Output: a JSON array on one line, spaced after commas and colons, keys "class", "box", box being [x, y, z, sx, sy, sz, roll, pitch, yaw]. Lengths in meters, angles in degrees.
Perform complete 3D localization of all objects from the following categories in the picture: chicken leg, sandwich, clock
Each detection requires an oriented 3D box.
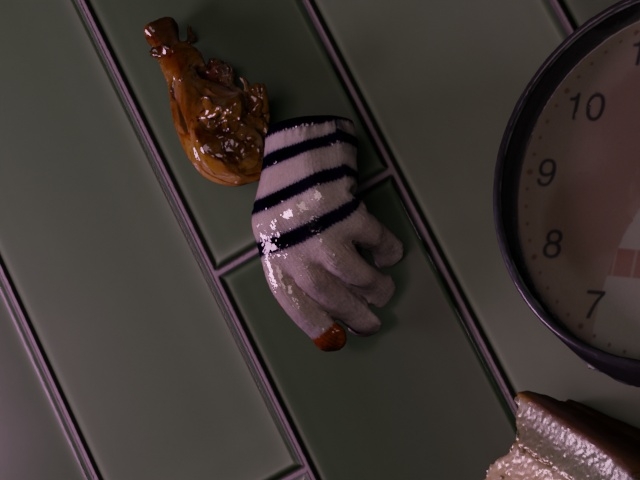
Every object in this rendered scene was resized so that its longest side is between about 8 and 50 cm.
[{"class": "chicken leg", "box": [-0.117, -0.150, 1.921, 0.207, 0.085, 0.101, 60, 150, 20]}, {"class": "sandwich", "box": [0.239, 0.218, 1.693, 0.186, 0.220, 0.108, 23, 97, 20]}, {"class": "clock", "box": [0.334, -0.052, 1.687, 0.386, 0.076, 0.386, -11, 69, 29]}]

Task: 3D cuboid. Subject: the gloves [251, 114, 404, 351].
[{"class": "gloves", "box": [-0.003, -0.003, 1.849, 0.140, 0.131, 0.218, -7, 76, 23]}]
